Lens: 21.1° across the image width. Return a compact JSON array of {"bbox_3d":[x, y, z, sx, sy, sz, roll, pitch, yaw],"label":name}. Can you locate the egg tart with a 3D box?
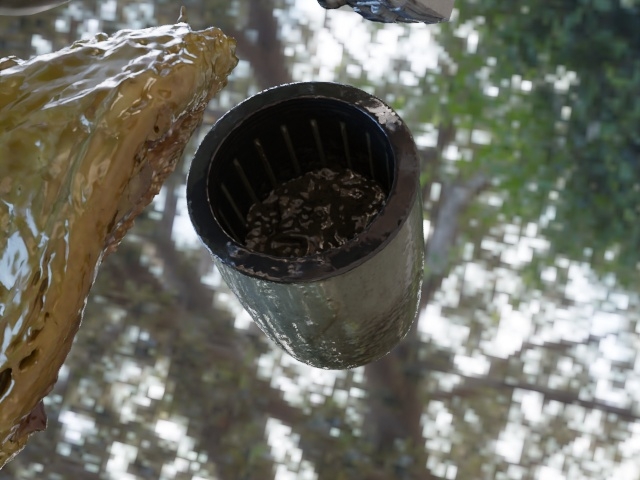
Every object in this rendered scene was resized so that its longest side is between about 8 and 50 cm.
[{"bbox_3d":[-0.185,-0.016,1.095,0.339,0.153,0.351,-59,9,-10],"label":"egg tart"}]

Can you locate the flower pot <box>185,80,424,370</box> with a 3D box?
[{"bbox_3d":[0.000,0.000,2.237,0.330,0.293,0.294,73,-144,-59],"label":"flower pot"}]

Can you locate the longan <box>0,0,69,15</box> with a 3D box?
[{"bbox_3d":[-0.358,-0.400,1.925,0.297,0.297,0.297,-30,-55,-56],"label":"longan"}]

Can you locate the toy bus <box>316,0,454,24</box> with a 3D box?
[{"bbox_3d":[-0.001,-0.311,1.602,0.342,0.097,0.138,23,-103,-45],"label":"toy bus"}]
